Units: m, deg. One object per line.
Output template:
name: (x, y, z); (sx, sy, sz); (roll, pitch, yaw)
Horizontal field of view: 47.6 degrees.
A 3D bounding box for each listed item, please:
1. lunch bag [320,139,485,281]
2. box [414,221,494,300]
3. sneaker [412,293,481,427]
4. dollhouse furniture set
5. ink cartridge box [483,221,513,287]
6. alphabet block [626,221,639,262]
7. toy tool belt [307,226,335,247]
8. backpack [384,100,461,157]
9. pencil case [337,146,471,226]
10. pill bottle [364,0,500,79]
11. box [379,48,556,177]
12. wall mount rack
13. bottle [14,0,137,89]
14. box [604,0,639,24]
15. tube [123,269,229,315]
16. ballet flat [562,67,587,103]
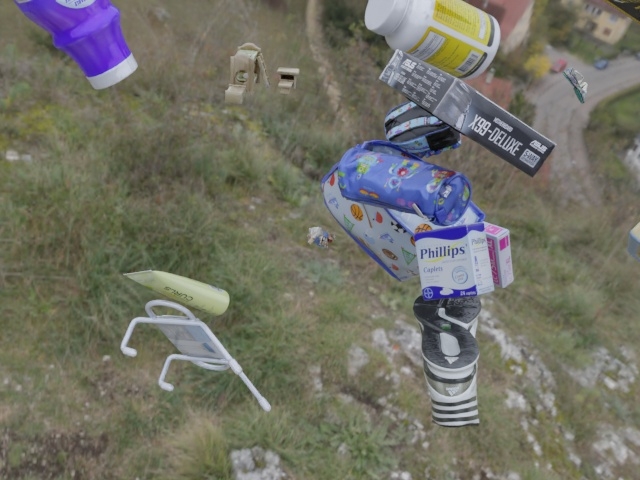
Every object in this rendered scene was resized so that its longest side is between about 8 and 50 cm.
lunch bag: (0.202, -0.098, 2.001); (0.385, 0.328, 0.239); (39, 69, -7)
box: (0.259, 0.041, 1.413); (0.126, 0.137, 0.072); (-10, -2, 41)
sneaker: (0.309, 0.300, 1.788); (0.169, 0.257, 0.447); (1, 20, 11)
dollhouse furniture set: (-0.137, -0.407, 1.770); (0.161, 0.101, 0.182); (5, 29, 2)
ink cartridge box: (0.455, 0.014, 2.251); (0.065, 0.186, 0.311); (-29, 33, -25)
alphabet block: (0.705, -0.002, 1.322); (0.193, 0.197, 0.192); (47, 8, 21)
toy tool belt: (0.000, 0.000, 1.982); (0.083, 0.052, 0.051); (28, 64, -35)
backpack: (0.255, -0.286, 1.828); (0.173, 0.117, 0.158); (-20, 50, 17)
pencil case: (0.171, -0.114, 1.562); (0.306, 0.119, 0.133); (20, 56, 39)
pill bottle: (0.292, -0.562, 1.908); (0.334, 0.188, 0.188); (15, 34, -29)
box: (0.267, -0.249, 1.379); (0.242, 0.076, 0.307); (27, 14, -23)
wall mount rack: (-0.269, 0.273, 1.653); (0.304, 0.350, 0.130); (3, 57, 19)
bottle: (-0.322, -0.322, 0.879); (0.092, 0.283, 0.118); (14, 49, 47)
box: (0.586, -0.476, 1.194); (0.322, 0.257, 0.079); (15, -8, -32)
tube: (-0.304, 0.105, 1.569); (0.240, 0.070, 0.062); (28, 21, -45)
ballet flat: (0.691, -0.418, 1.940); (0.114, 0.041, 0.041); (47, 26, -27)
